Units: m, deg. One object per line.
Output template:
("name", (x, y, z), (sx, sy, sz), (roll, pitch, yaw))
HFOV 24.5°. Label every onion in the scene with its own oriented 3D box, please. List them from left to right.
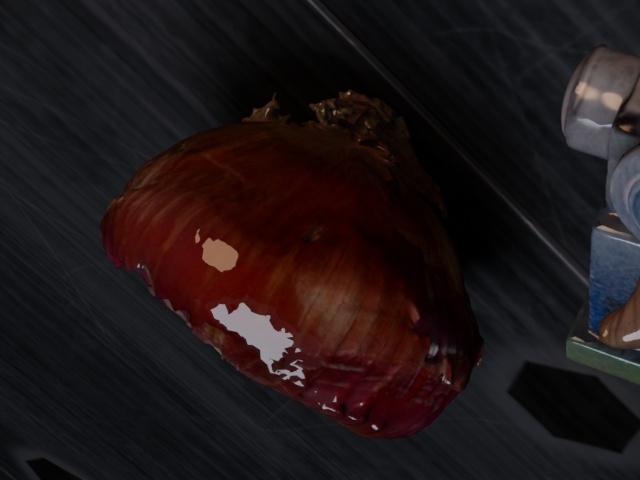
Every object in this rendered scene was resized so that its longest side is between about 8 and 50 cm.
("onion", (0.000, 0.000, 0.802), (0.230, 0.163, 0.230), (29, 179, 1))

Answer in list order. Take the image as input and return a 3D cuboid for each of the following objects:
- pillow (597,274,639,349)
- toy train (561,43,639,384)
("pillow", (0.231, -0.032, 0.458), (0.236, 0.223, 0.084), (13, 160, 28))
("toy train", (0.242, 0.013, 0.605), (0.300, 0.131, 0.202), (20, 150, 21))
